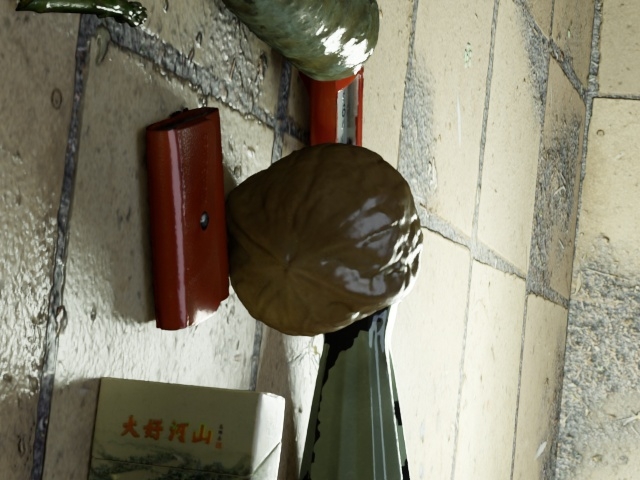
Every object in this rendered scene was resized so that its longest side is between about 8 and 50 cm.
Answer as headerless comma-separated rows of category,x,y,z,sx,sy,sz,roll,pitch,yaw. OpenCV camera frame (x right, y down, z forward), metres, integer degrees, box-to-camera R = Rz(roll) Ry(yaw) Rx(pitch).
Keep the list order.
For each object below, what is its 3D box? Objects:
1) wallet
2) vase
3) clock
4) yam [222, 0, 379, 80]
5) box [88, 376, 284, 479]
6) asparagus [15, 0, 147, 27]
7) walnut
wallet,-0.129,-0.025,1.596,0.142,0.045,0.204,-35,126,-66
vase,0.042,0.250,2.001,0.165,0.165,0.360,10,80,-71
clock,0.013,-0.159,1.964,0.113,0.061,0.155,-52,144,-59
yam,-0.033,-0.272,1.719,0.330,0.133,0.133,29,66,-66
box,-0.131,0.260,1.460,0.069,0.164,0.256,27,68,-68
asparagus,-0.198,-0.203,1.385,0.236,0.034,0.027,-10,89,-70
walnut,0.000,0.000,1.732,0.228,0.228,0.228,4,90,-71
